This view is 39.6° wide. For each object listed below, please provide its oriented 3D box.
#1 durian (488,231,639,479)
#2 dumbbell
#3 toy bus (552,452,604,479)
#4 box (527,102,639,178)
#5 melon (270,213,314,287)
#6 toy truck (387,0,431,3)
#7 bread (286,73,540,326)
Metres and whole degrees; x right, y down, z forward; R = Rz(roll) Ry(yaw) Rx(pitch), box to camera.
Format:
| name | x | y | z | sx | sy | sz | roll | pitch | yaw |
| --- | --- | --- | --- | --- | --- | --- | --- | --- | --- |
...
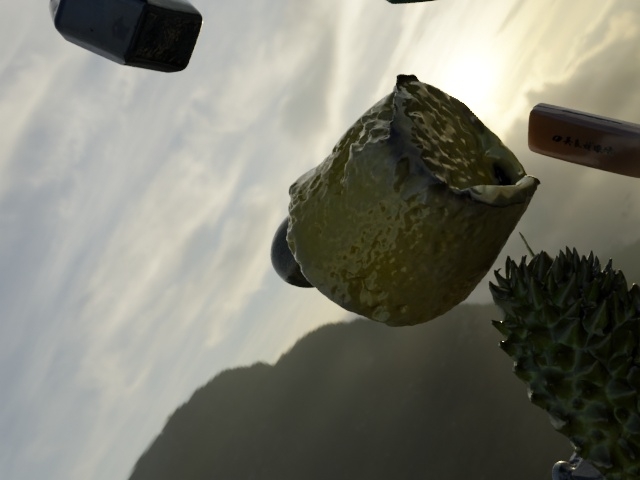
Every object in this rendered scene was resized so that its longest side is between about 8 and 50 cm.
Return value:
| name | x | y | z | sx | sy | sz | roll | pitch | yaw |
| --- | --- | --- | --- | --- | --- | --- | --- | --- | --- |
| durian | 0.281 | 0.141 | 0.748 | 0.157 | 0.355 | 0.169 | -46 | -5 | -3 |
| dumbbell | -0.154 | -0.332 | 0.861 | 0.160 | 0.144 | 0.325 | -6 | -56 | -55 |
| toy bus | 0.302 | 0.218 | 0.888 | 0.079 | 0.077 | 0.174 | -11 | 27 | 51 |
| box | 0.243 | -0.090 | 0.802 | 0.025 | 0.115 | 0.048 | -37 | -44 | -41 |
| melon | 0.000 | 0.000 | 1.042 | 0.131 | 0.098 | 0.098 | -37 | -3 | 11 |
| toy truck | 0.112 | -0.492 | 1.377 | 0.155 | 0.279 | 0.156 | -13 | -21 | -24 |
| bread | 0.077 | -0.030 | 0.779 | 0.170 | 0.197 | 0.197 | -57 | -5 | 37 |
